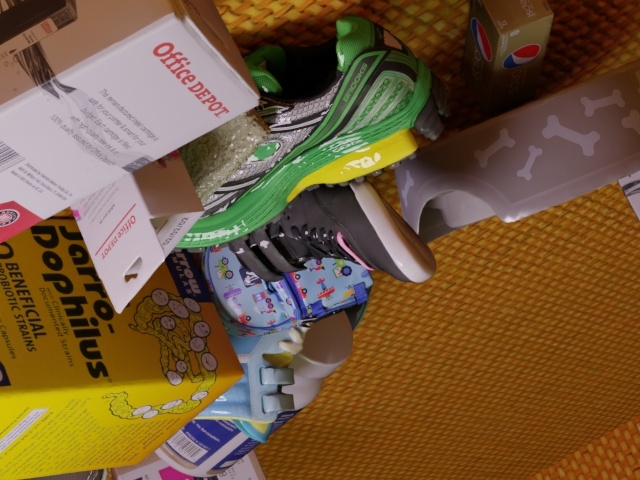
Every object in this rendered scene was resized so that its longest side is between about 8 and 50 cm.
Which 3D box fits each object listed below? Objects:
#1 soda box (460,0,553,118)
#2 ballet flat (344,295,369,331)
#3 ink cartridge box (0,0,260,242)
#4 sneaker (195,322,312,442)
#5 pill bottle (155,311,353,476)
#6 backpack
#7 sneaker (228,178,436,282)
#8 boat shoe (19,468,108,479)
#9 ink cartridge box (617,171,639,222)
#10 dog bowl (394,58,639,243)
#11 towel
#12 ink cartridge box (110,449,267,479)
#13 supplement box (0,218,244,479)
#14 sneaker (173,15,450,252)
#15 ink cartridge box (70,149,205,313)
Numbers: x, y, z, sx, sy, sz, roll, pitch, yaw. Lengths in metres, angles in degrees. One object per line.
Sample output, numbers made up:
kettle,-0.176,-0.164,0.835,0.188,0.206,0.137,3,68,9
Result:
soda box,0.180,-0.191,1.832,0.058,0.061,0.181,-23,159,-8
ballet flat,-0.008,0.108,2.329,0.074,0.074,0.203,-11,157,-32
ink cartridge box,-0.210,-0.122,1.488,0.273,0.114,0.197,-27,158,8
sneaker,-0.037,0.102,2.061,0.319,0.208,0.127,-20,175,-7
pill bottle,-0.090,0.160,2.241,0.153,0.153,0.264,-1,149,-47
backpack,-0.049,0.021,1.945,0.173,0.158,0.117,-20,-175,-5
sneaker,0.000,0.000,1.771,0.147,0.296,0.104,-41,123,0
boat shoe,-0.414,0.328,2.343,0.305,0.109,0.091,-20,164,-3
ink cartridge box,0.427,-0.073,2.205,0.139,0.191,0.082,-29,159,9
dog bowl,0.232,-0.094,1.923,0.348,0.102,0.349,-22,-179,0
towel,-0.117,-0.093,1.671,0.148,0.110,0.027,-39,174,34
ink cartridge box,-0.158,0.380,2.574,0.193,0.235,0.088,-21,158,-13
supplement box,-0.287,0.108,1.840,0.356,0.194,0.195,-1,149,-48
sneaker,-0.060,-0.107,1.727,0.343,0.134,0.146,-26,124,22
ink cartridge box,-0.166,-0.040,1.639,0.061,0.181,0.104,-7,153,-38
